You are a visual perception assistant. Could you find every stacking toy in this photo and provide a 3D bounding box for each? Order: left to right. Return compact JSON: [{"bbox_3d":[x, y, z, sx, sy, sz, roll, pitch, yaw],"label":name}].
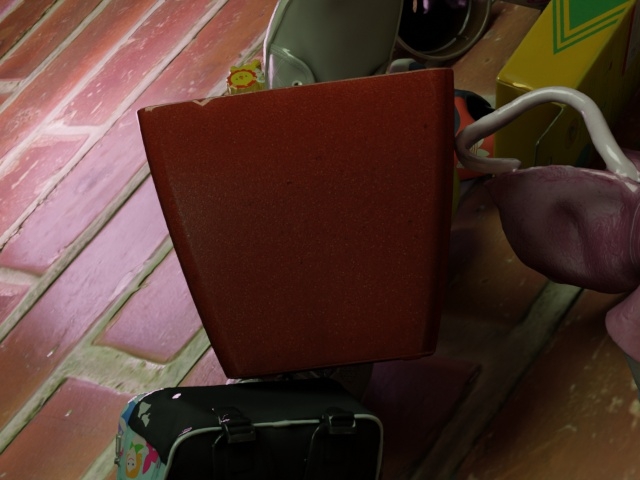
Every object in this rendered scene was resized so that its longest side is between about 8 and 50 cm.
[{"bbox_3d":[-0.006,-0.170,1.853,0.221,0.167,0.052,-19,47,-12],"label":"stacking toy"}]

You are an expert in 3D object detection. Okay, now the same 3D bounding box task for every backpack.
[{"bbox_3d":[-0.072,0.248,1.270,0.225,0.253,0.191,-2,12,-28],"label":"backpack"}]

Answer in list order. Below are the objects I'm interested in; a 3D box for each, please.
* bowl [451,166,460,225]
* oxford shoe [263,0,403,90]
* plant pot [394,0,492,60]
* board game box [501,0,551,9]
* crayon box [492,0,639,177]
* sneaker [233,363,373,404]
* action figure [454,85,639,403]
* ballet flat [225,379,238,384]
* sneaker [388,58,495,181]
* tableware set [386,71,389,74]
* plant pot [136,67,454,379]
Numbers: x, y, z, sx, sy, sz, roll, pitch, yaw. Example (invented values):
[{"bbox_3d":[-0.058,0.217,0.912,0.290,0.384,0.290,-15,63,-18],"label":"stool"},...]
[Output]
[{"bbox_3d":[-0.001,-0.005,1.574,0.289,0.289,0.156,-15,53,37],"label":"bowl"},{"bbox_3d":[0.002,-0.156,1.740,0.130,0.169,0.449,63,141,46],"label":"oxford shoe"},{"bbox_3d":[0.124,-0.329,2.019,0.167,0.167,0.165,-46,20,-14],"label":"plant pot"},{"bbox_3d":[0.299,-0.369,1.734,0.302,0.308,0.086,-11,83,41],"label":"board game box"},{"bbox_3d":[0.265,-0.164,1.542,0.081,0.202,0.318,25,60,20],"label":"crayon box"},{"bbox_3d":[-0.035,0.165,1.451,0.105,0.115,0.281,32,56,16],"label":"sneaker"},{"bbox_3d":[0.314,-0.019,1.229,0.248,0.275,0.370,-35,14,-6],"label":"action figure"},{"bbox_3d":[-0.051,0.142,1.586,0.058,0.084,0.250,-54,10,35],"label":"ballet flat"},{"bbox_3d":[0.147,-0.133,1.751,0.148,0.131,0.350,7,18,1],"label":"sneaker"},{"bbox_3d":[0.031,-0.192,2.037,0.128,0.039,0.194,-39,31,-14],"label":"tableware set"},{"bbox_3d":[0.000,0.000,1.324,0.267,0.235,0.267,-8,-6,3],"label":"plant pot"}]
